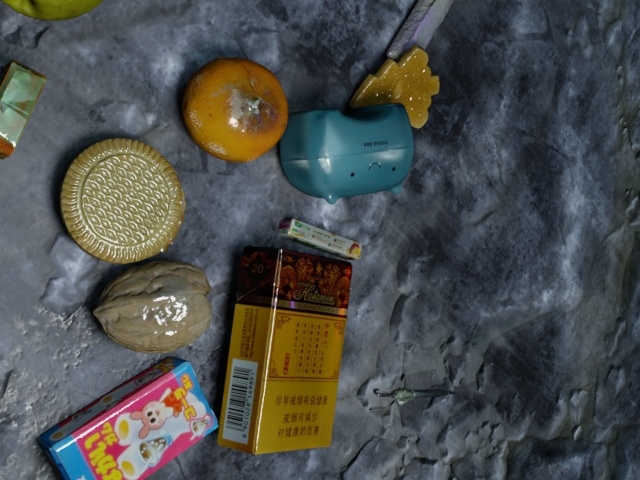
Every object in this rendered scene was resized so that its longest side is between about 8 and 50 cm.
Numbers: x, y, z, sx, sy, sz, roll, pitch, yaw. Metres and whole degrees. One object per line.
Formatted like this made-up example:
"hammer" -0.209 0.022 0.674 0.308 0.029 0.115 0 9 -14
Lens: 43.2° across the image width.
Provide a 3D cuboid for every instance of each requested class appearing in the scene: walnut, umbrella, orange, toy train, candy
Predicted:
"walnut" -0.319 0.129 1.551 0.231 0.178 0.178 -4 93 -23
"umbrella" 0.242 0.389 2.012 0.269 0.044 0.044 9 116 -34
"orange" -0.168 -0.269 1.645 0.224 0.170 0.223 -2 93 -35
"toy train" -0.550 -0.227 1.423 0.072 0.099 0.188 28 74 -32
"candy" -0.364 0.369 1.557 0.306 0.100 0.157 -32 109 -31

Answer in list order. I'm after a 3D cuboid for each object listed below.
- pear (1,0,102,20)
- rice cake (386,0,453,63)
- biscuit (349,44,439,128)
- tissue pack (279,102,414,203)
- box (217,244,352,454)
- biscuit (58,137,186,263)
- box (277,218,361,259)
"pear" -0.455 -0.532 1.406 0.253 0.253 0.307 34 60 -30
"rice cake" 0.269 -0.572 2.007 0.399 0.064 0.070 -60 142 -20
"biscuit" 0.176 -0.352 1.927 0.239 0.041 0.212 -17 128 -16
"tissue pack" 0.060 -0.193 1.785 0.288 0.198 0.206 -10 100 -36
"box" -0.067 0.227 1.707 0.264 0.116 0.415 12 82 -51
"biscuit" -0.377 -0.073 1.556 0.259 0.079 0.259 1 88 -34
"box" 0.000 0.000 1.835 0.207 0.050 0.041 20 78 -33
